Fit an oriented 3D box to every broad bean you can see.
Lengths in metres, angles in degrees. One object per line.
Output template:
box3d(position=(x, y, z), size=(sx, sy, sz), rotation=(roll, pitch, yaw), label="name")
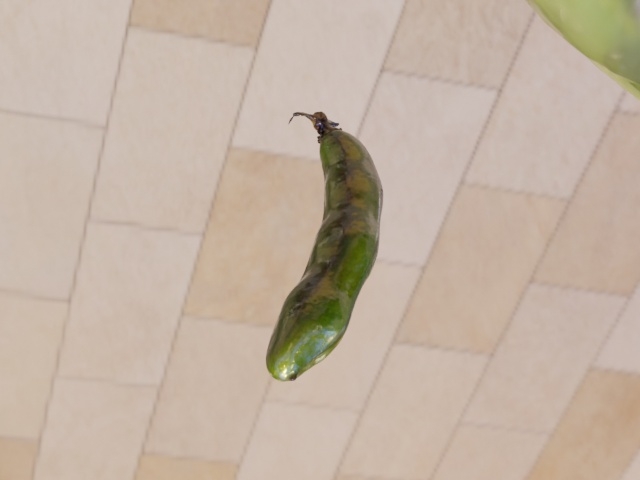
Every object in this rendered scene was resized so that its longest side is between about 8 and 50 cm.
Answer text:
box3d(position=(0.005, -0.001, 0.937), size=(0.069, 0.227, 0.039), rotation=(-2, 137, 8), label="broad bean")

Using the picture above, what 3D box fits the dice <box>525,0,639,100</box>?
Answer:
box3d(position=(0.260, -0.189, 0.736), size=(0.254, 0.250, 0.252), rotation=(-3, 131, -43), label="dice")
